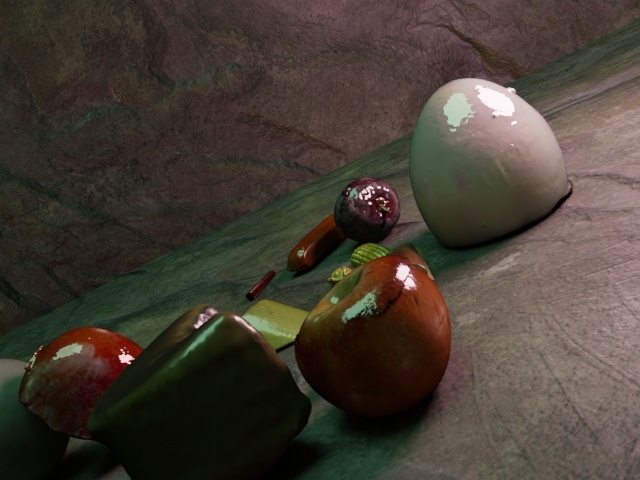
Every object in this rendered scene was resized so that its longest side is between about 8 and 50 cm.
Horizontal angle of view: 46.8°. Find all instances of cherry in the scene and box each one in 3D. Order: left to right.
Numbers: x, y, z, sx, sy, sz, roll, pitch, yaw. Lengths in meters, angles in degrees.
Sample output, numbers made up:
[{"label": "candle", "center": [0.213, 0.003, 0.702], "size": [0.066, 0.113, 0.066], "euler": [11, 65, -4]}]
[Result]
[{"label": "cherry", "center": [0.123, -0.079, 2.060], "size": [0.195, 0.195, 0.195], "euler": [-26, 13, 6]}]

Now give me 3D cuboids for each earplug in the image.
[{"label": "earplug", "center": [-0.730, 0.418, 1.561], "size": [0.394, 0.313, 0.313], "euler": [-20, 15, 20]}]

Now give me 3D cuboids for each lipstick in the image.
[{"label": "lipstick", "center": [-0.171, 0.128, 2.172], "size": [0.027, 0.027, 0.176], "euler": [-21, 13, 27]}]

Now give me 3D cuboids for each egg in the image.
[{"label": "egg", "center": [0.360, -0.205, 1.710], "size": [0.354, 0.340, 0.354], "euler": [-26, 11, 6]}]

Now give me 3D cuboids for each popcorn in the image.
[{"label": "popcorn", "center": [0.056, 0.101, 1.712], "size": [0.082, 0.083, 0.057], "euler": [26, 52, 34]}]

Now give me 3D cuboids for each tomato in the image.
[{"label": "tomato", "center": [-0.434, 0.268, 1.499], "size": [0.309, 0.308, 0.170], "euler": [-65, -3, -69]}]

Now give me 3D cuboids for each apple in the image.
[{"label": "apple", "center": [0.087, 0.156, 1.166], "size": [0.251, 0.206, 0.272], "euler": [-36, 9, 9]}]

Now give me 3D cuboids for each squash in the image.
[{"label": "squash", "center": [-0.123, 0.229, 1.704], "size": [0.237, 0.155, 0.204], "euler": [-42, -17, -44]}]

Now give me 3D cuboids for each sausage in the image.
[{"label": "sausage", "center": [0.000, 0.000, 2.190], "size": [0.089, 0.083, 0.300], "euler": [2, 30, 40]}]

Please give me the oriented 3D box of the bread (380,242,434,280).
[{"label": "bread", "center": [0.179, 0.064, 1.623], "size": [0.119, 0.067, 0.192], "euler": [-17, 15, 7]}]

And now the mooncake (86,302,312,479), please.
[{"label": "mooncake", "center": [-0.176, 0.244, 1.236], "size": [0.393, 0.246, 0.394], "euler": [-30, 10, 29]}]

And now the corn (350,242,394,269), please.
[{"label": "corn", "center": [0.131, 0.047, 1.791], "size": [0.085, 0.063, 0.165], "euler": [-21, 13, -14]}]
